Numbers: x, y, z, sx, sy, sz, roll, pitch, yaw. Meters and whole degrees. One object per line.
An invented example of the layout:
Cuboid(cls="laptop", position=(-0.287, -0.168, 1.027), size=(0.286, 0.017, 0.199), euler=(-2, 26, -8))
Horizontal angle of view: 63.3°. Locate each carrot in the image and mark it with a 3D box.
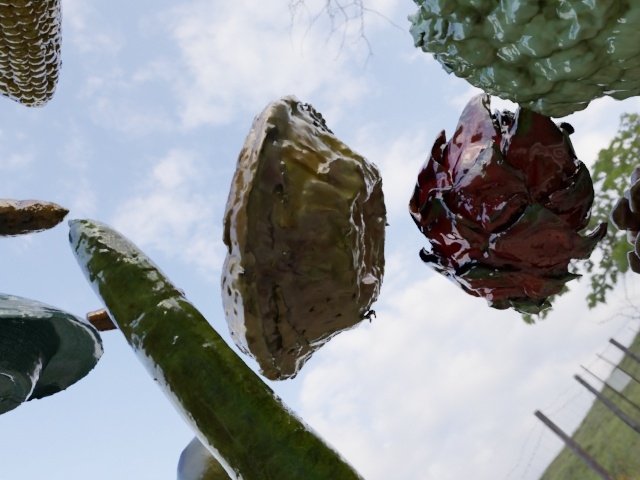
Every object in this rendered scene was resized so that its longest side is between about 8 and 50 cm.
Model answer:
Cuboid(cls="carrot", position=(-0.302, 0.118, 0.862), size=(0.161, 0.055, 0.055), euler=(-15, -52, -29))
Cuboid(cls="carrot", position=(-0.461, -0.019, 0.606), size=(0.314, 0.066, 0.066), euler=(-4, -55, -11))
Cuboid(cls="carrot", position=(-0.089, 0.109, 0.416), size=(0.074, 0.358, 0.074), euler=(-43, -8, -7))

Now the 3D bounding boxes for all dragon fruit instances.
Cuboid(cls="dragon fruit", position=(0.175, -0.036, 0.505), size=(0.182, 0.188, 0.182), euler=(4, -43, 4))

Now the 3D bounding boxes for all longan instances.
Cuboid(cls="longan", position=(-0.130, 0.354, 0.777), size=(0.176, 0.145, 0.154), euler=(25, -106, -12))

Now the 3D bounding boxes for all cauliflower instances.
Cuboid(cls="cauliflower", position=(0.184, -0.240, 0.349), size=(0.260, 0.281, 0.327), euler=(-15, -22, 30))

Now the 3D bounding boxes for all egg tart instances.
Cuboid(cls="egg tart", position=(0.000, 0.000, 0.631), size=(0.352, 0.150, 0.352), euler=(1, -90, -76))

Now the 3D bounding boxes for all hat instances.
Cuboid(cls="hat", position=(-0.277, 0.096, 0.408), size=(0.191, 0.078, 0.138), euler=(16, -49, -18))

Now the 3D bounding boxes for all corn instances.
Cuboid(cls="corn", position=(-0.335, -0.270, 0.549), size=(0.119, 0.119, 0.322), euler=(-18, -25, -30))

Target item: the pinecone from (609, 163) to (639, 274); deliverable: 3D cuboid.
Cuboid(cls="pinecone", position=(0.738, -0.027, 0.910), size=(0.384, 0.384, 0.384), euler=(-22, -48, -27))
